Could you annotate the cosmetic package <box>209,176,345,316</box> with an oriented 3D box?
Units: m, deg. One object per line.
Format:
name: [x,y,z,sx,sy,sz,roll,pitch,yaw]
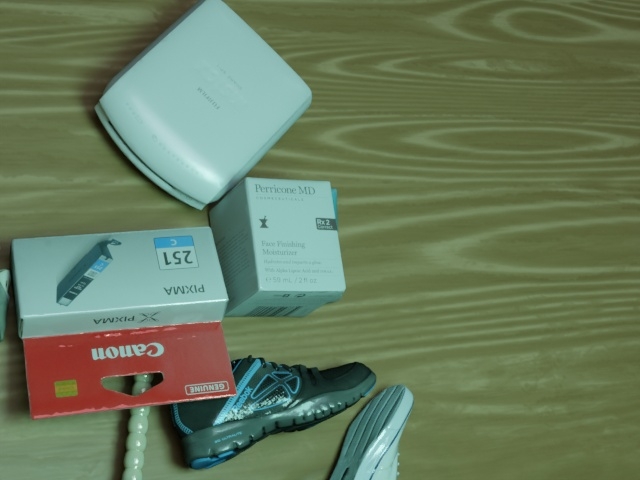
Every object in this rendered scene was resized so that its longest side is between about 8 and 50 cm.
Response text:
cosmetic package: [-0.070,0.014,1.870,0.151,0.151,0.183,1,71,-29]

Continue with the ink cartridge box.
ink cartridge box: [-0.278,0.109,1.707,0.296,0.066,0.261,-5,56,-18]

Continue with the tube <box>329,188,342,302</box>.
tube: [0.000,0.000,1.977,0.080,0.052,0.207,10,62,-30]

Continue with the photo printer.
photo printer: [-0.191,-0.215,1.920,0.256,0.107,0.307,45,57,-6]

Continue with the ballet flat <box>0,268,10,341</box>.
ballet flat: [-0.475,0.038,1.696,0.068,0.072,0.213,-23,82,-37]

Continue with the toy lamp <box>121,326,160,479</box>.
toy lamp: [-0.258,0.248,1.727,0.080,0.080,0.274,12,68,-24]

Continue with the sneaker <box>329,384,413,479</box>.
sneaker: [0.084,0.347,1.874,0.091,0.094,0.258,46,60,-27]

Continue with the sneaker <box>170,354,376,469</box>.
sneaker: [-0.066,0.226,1.809,0.341,0.125,0.139,-14,74,-33]
